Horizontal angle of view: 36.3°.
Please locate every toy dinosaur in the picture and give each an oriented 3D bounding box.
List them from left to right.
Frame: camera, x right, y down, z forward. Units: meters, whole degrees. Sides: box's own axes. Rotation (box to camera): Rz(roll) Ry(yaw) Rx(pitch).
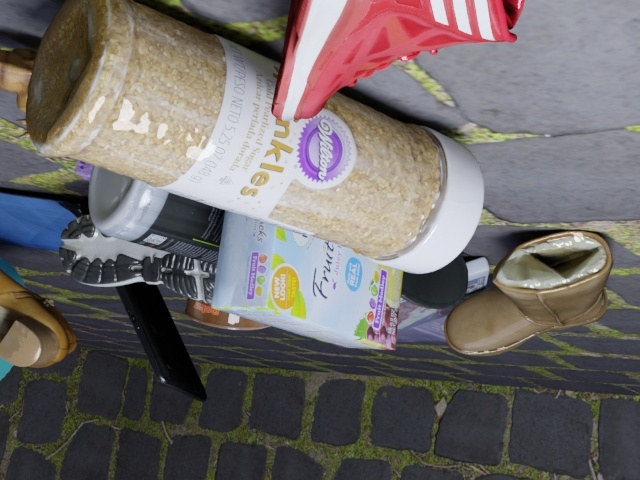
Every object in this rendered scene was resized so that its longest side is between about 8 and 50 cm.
[{"bbox_3d":[-0.212,-0.122,0.750,0.211,0.064,0.112,11,166,-14],"label":"toy dinosaur"}]

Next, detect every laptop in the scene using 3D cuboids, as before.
[{"bbox_3d":[-0.371,0.084,1.405,0.236,0.408,0.382,-26,168,-4],"label":"laptop"}]

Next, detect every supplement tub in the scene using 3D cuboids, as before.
[{"bbox_3d":[-0.114,-0.039,0.935,0.190,0.117,0.117,18,164,-37],"label":"supplement tub"}]

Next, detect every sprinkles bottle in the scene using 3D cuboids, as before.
[{"bbox_3d":[-0.034,-0.070,0.736,0.355,0.121,0.121,18,164,-37],"label":"sprinkles bottle"}]

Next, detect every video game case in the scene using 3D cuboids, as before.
[{"bbox_3d":[0.142,0.086,1.361,0.183,0.023,0.201,-18,162,1],"label":"video game case"}]

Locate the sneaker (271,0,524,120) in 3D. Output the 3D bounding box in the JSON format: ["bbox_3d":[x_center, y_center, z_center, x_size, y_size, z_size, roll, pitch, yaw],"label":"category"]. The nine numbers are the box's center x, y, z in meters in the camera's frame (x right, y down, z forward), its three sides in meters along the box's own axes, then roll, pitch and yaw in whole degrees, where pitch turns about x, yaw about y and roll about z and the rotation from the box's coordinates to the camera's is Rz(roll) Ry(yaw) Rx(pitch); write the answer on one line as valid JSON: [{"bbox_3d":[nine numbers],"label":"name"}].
[{"bbox_3d":[0.044,-0.116,0.572,0.128,0.087,0.221,10,168,-6],"label":"sneaker"}]

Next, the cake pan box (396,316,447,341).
[{"bbox_3d":[0.067,0.121,1.661,0.267,0.070,0.245,-4,161,42],"label":"cake pan box"}]

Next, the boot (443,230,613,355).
[{"bbox_3d":[0.246,0.067,1.216,0.236,0.089,0.269,-20,162,13],"label":"boot"}]

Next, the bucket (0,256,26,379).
[{"bbox_3d":[-0.622,0.121,1.573,0.183,0.281,0.281,8,169,33],"label":"bucket"}]

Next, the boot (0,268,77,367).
[{"bbox_3d":[-0.465,0.069,1.321,0.295,0.104,0.211,41,176,-3],"label":"boot"}]

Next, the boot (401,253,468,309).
[{"bbox_3d":[0.030,0.023,1.242,0.263,0.091,0.229,17,170,-23],"label":"boot"}]

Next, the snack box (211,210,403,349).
[{"bbox_3d":[0.000,0.000,0.907,0.070,0.174,0.207,-3,164,37],"label":"snack box"}]

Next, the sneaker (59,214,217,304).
[{"bbox_3d":[-0.159,0.007,1.140,0.279,0.107,0.118,9,-173,8],"label":"sneaker"}]

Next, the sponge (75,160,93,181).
[{"bbox_3d":[-0.166,-0.053,1.102,0.117,0.031,0.210,3,168,24],"label":"sponge"}]

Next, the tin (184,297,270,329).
[{"bbox_3d":[-0.084,0.074,1.200,0.106,0.040,0.189,18,-166,29],"label":"tin"}]
